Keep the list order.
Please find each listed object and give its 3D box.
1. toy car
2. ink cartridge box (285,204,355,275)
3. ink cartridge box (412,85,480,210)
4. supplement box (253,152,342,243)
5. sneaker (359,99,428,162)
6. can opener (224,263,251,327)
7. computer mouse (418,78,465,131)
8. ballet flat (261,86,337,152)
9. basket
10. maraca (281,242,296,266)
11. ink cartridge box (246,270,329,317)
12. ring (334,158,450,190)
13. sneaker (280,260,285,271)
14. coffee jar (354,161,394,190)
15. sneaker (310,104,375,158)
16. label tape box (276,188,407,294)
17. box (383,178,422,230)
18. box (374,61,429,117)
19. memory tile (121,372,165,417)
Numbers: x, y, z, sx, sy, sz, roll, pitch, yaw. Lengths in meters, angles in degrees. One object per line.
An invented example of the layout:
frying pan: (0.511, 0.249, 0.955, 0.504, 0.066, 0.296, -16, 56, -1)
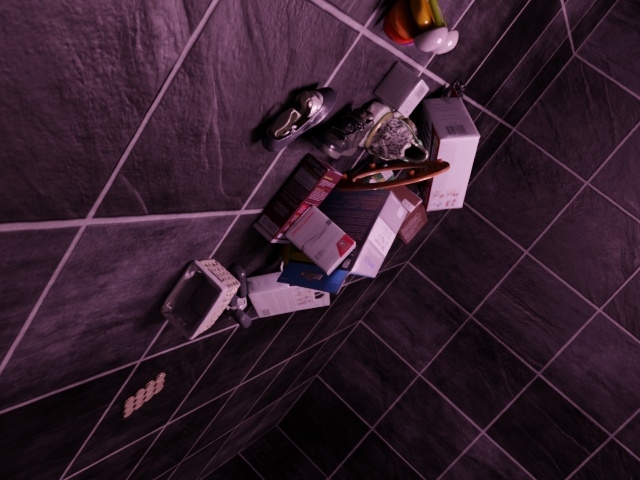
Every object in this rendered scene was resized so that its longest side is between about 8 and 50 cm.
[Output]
toy car: (0.210, -0.481, 1.405, 0.136, 0.159, 0.182, -17, -178, 31)
ink cartridge box: (0.000, 0.000, 1.657, 0.109, 0.150, 0.063, -47, 169, -4)
ink cartridge box: (0.390, -0.300, 2.091, 0.130, 0.271, 0.309, -6, 138, -6)
supplement box: (-0.057, -0.104, 1.668, 0.239, 0.073, 0.130, -50, 165, 10)
sneaker: (0.226, -0.269, 1.832, 0.158, 0.182, 0.410, -54, 164, 18)
can opener: (-0.226, 0.168, 1.819, 0.076, 0.095, 0.283, -43, 164, -23)
computer mouse: (0.418, -0.428, 2.196, 0.262, 0.060, 0.184, -48, 165, -3)
ballet flat: (-0.043, -0.263, 1.339, 0.203, 0.074, 0.074, -43, 164, -13)
basket: (-0.287, 0.137, 1.554, 0.167, 0.113, 0.103, -54, 166, 19)
maraca: (-0.061, 0.012, 1.903, 0.127, 0.099, 0.185, -45, 148, -65)
ink cartridge box: (-0.095, 0.160, 1.991, 0.239, 0.060, 0.275, -11, 159, -3)
ring: (0.199, -0.196, 1.826, 0.337, 0.337, 0.032, -28, 111, -51)
sneaker: (-0.077, 0.058, 2.041, 0.134, 0.051, 0.070, -44, 170, 0)
coffee jar: (0.142, -0.166, 2.014, 0.184, 0.079, 0.096, -40, -163, -26)
sneaker: (0.055, -0.269, 1.561, 0.130, 0.087, 0.227, -57, 165, 22)
label tape box: (0.060, 0.016, 1.788, 0.106, 0.241, 0.333, 45, 64, -38)
box: (0.263, -0.113, 2.290, 0.143, 0.191, 0.381, -49, 164, 0)
box: (0.213, -0.392, 1.678, 0.102, 0.087, 0.101, -51, 164, 12)
memory tile: (-0.515, 0.450, 1.871, 0.148, 0.012, 0.113, -38, 161, -36)
